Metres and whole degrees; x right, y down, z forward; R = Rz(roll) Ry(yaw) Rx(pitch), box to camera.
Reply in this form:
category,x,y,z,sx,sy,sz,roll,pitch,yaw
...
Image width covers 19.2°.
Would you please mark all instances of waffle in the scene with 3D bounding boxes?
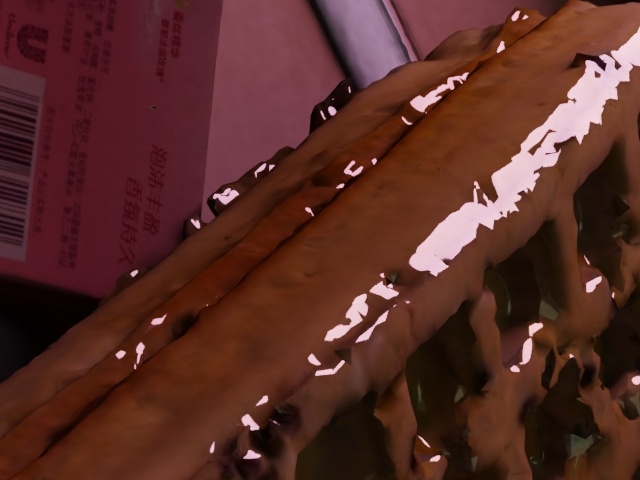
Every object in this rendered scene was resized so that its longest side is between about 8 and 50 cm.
category,x,y,z,sx,sy,sz,roll,pitch,yaw
waffle,0.027,0.105,0.618,0.376,0.114,0.261,-42,124,-48

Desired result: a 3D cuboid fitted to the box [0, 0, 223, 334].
category,x,y,z,sx,sy,sz,roll,pitch,yaw
box,-0.090,-0.051,0.615,0.111,0.060,0.156,17,75,-41
